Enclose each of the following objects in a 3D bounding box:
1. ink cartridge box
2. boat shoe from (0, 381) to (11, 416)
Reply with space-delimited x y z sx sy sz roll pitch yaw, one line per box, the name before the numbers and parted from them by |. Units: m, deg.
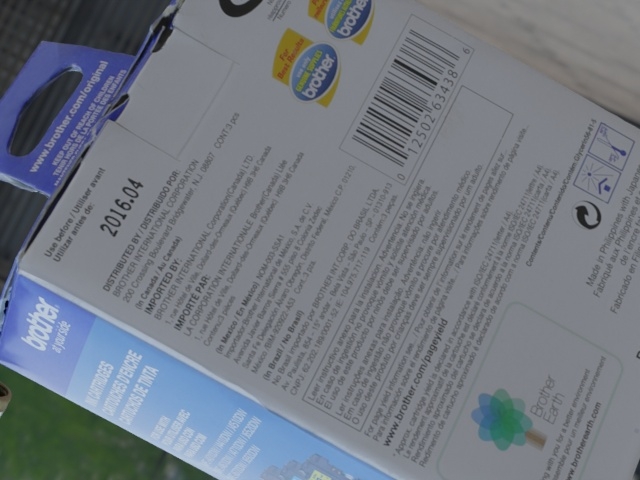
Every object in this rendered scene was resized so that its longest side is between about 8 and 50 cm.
ink cartridge box | 0.000 0.000 0.940 0.395 0.270 0.151 30 151 -4
boat shoe | -0.259 0.077 1.081 0.135 0.045 0.050 37 -164 -26
